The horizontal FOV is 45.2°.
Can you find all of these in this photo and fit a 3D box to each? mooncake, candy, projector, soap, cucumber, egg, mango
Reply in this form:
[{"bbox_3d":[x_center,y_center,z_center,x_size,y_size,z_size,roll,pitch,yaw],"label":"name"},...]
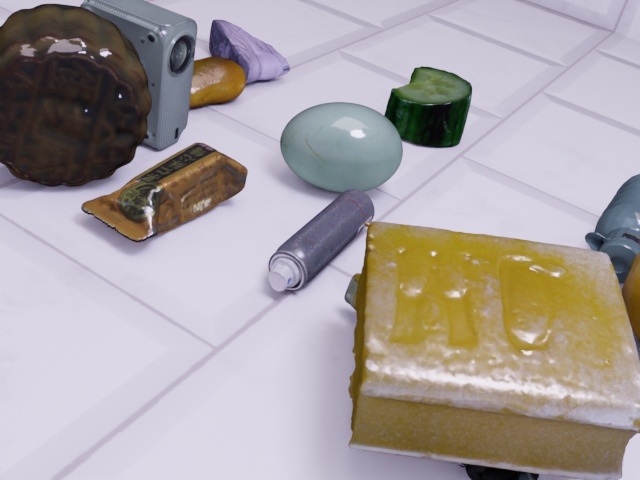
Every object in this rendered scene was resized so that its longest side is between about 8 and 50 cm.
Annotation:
[{"bbox_3d":[-0.419,-0.231,1.257,0.290,0.290,0.161,-1,38,-20],"label":"mooncake"},{"bbox_3d":[-0.246,-0.078,1.266,0.143,0.101,0.271,28,42,31],"label":"candy"},{"bbox_3d":[-0.348,-0.319,1.439,0.198,0.250,0.108,25,35,16],"label":"projector"},{"bbox_3d":[0.201,0.128,0.954,0.335,0.156,0.293,9,39,2],"label":"soap"},{"bbox_3d":[0.245,-0.293,1.728,0.191,0.130,0.191,3,35,-2],"label":"cucumber"},{"bbox_3d":[0.039,-0.174,1.433,0.230,0.168,0.168,8,34,-3],"label":"egg"},{"bbox_3d":[-0.245,-0.342,1.658,0.178,0.090,0.115,-22,54,-30],"label":"mango"}]

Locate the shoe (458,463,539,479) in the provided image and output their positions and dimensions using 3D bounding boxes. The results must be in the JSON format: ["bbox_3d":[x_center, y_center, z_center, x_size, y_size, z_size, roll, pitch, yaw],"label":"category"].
[{"bbox_3d":[0.245,0.273,0.949,0.169,0.071,0.099,2,38,-9],"label":"shoe"}]

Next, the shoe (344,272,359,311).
[{"bbox_3d":[0.153,0.044,1.205,0.149,0.109,0.293,35,44,20],"label":"shoe"}]

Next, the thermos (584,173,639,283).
[{"bbox_3d":[0.594,-0.004,1.411,0.182,0.145,0.286,38,41,11],"label":"thermos"}]

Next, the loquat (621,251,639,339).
[{"bbox_3d":[0.595,0.090,1.186,0.244,0.244,0.244,9,34,-6],"label":"loquat"}]

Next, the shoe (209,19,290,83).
[{"bbox_3d":[-0.177,-0.457,1.847,0.137,0.095,0.245,-7,42,-33],"label":"shoe"}]

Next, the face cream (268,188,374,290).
[{"bbox_3d":[0.000,0.000,1.253,0.073,0.073,0.283,25,35,17],"label":"face cream"}]
